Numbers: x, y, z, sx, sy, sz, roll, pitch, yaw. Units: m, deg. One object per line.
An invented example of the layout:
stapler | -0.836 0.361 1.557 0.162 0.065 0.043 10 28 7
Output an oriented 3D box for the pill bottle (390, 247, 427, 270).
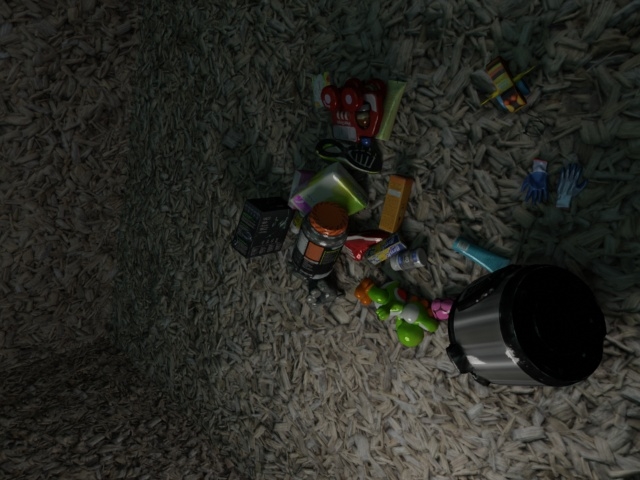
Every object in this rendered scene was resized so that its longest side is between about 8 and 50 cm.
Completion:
pill bottle | 0.363 0.081 1.911 0.137 0.078 0.078 -17 87 38

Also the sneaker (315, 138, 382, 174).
sneaker | 0.129 -0.354 2.009 0.300 0.121 0.111 23 78 16

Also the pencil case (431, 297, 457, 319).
pencil case | 0.545 0.275 1.801 0.209 0.095 0.098 0 124 40

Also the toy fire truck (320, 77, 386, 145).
toy fire truck | 0.148 -0.528 1.919 0.302 0.169 0.254 23 132 46

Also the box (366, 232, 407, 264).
box | 0.278 0.035 1.946 0.169 0.059 0.054 -31 41 26

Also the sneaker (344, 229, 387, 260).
sneaker | 0.206 0.024 2.042 0.221 0.087 0.128 4 116 39

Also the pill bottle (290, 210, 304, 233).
pill bottle | -0.098 -0.090 2.251 0.065 0.065 0.116 49 123 21

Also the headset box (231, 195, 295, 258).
headset box | -0.277 -0.076 2.277 0.131 0.246 0.283 36 119 27

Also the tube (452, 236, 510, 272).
tube | 0.601 0.056 1.744 0.207 0.052 0.080 32 121 24

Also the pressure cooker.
pressure cooker | 0.623 0.290 1.499 0.420 0.370 0.375 135 150 -68

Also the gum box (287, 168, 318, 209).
gum box | -0.079 -0.232 2.175 0.062 0.107 0.188 42 123 51

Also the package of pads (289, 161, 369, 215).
package of pads | 0.034 -0.194 2.041 0.296 0.101 0.229 -27 119 37

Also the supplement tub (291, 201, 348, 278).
supplement tub | 0.000 0.000 2.023 0.207 0.207 0.338 49 144 21

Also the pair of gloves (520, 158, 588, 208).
pair of gloves | 0.790 -0.191 1.567 0.198 0.023 0.159 17 108 36

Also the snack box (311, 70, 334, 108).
snack box | 0.016 -0.675 2.078 0.100 0.037 0.141 -4 95 40

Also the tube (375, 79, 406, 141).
tube | 0.284 -0.528 1.886 0.070 0.062 0.240 13 104 -1

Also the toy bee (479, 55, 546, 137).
toy bee | 0.644 -0.499 1.540 0.298 0.162 0.195 46 120 23

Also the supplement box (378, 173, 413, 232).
supplement box | 0.311 -0.153 1.912 0.080 0.078 0.233 21 110 34

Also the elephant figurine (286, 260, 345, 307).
elephant figurine | -0.027 0.186 2.198 0.169 0.186 0.239 -32 45 3

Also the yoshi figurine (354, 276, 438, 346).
yoshi figurine | 0.307 0.316 1.939 0.362 0.203 0.203 28 130 29
